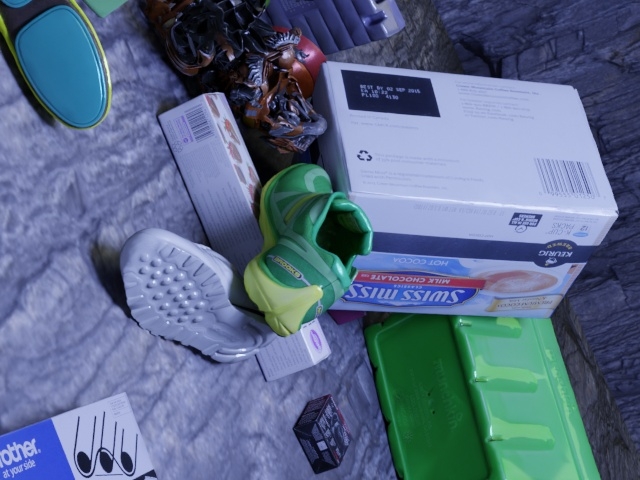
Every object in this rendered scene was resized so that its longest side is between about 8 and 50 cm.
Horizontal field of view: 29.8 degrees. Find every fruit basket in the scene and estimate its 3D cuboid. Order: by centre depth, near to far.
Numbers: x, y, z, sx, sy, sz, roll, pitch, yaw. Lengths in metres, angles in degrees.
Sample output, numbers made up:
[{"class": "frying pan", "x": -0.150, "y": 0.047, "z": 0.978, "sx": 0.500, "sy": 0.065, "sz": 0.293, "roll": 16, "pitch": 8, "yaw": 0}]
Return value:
[{"class": "fruit basket", "x": 0.252, "y": 0.257, "z": 1.710, "sx": 0.392, "sy": 0.283, "sz": 0.392, "roll": 31, "pitch": 42, "yaw": -33}]

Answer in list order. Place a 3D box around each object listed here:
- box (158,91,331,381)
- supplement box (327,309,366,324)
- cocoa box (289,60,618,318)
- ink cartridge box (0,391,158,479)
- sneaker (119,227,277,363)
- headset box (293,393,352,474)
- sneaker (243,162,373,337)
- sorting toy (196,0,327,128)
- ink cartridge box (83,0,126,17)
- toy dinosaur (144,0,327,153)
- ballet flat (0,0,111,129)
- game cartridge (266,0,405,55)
[{"class": "box", "x": -0.084, "y": -0.006, "z": 1.342, "sx": 0.324, "sy": 0.067, "sz": 0.063, "roll": 67, "pitch": 19, "yaw": 0}, {"class": "supplement box", "x": 0.029, "y": 0.062, "z": 1.608, "sx": 0.055, "sy": 0.043, "sz": 0.083, "roll": 53, "pitch": 23, "yaw": -37}, {"class": "cocoa box", "x": 0.153, "y": -0.057, "z": 1.528, "sx": 0.228, "sy": 0.347, "sz": 0.231, "roll": 111, "pitch": -23, "yaw": -47}, {"class": "ink cartridge box", "x": -0.191, "y": 0.178, "z": 0.875, "sx": 0.097, "sy": 0.046, "sz": 0.207, "roll": 68, "pitch": 19, "yaw": 4}, {"class": "sneaker", "x": -0.128, "y": 0.040, "z": 1.165, "sx": 0.235, "sy": 0.090, "sz": 0.095, "roll": 49, "pitch": 15, "yaw": -56}, {"class": "headset box", "x": 0.005, "y": 0.220, "z": 1.382, "sx": 0.062, "sy": 0.032, "sz": 0.083, "roll": 65, "pitch": 18, "yaw": -11}, {"class": "sneaker", "x": 0.000, "y": 0.000, "z": 1.263, "sx": 0.109, "sy": 0.123, "sz": 0.295, "roll": 60, "pitch": 16, "yaw": -23}, {"class": "sorting toy", "x": -0.131, "y": -0.276, "z": 1.513, "sx": 0.365, "sy": 0.127, "sz": 0.126, "roll": 51, "pitch": 55, "yaw": -35}, {"class": "ink cartridge box", "x": -0.259, "y": -0.348, "z": 1.160, "sx": 0.219, "sy": 0.092, "sz": 0.160, "roll": 47, "pitch": 13, "yaw": -48}, {"class": "toy dinosaur", "x": -0.116, "y": -0.233, "z": 1.374, "sx": 0.322, "sy": 0.218, "sz": 0.164, "roll": 27, "pitch": 60, "yaw": -19}, {"class": "ballet flat", "x": -0.260, "y": -0.209, "z": 1.089, "sx": 0.231, "sy": 0.077, "sz": 0.077, "roll": 59, "pitch": -2, "yaw": -18}, {"class": "game cartridge", "x": -0.036, "y": -0.438, "z": 1.731, "sx": 0.068, "sy": 0.230, "sz": 0.355, "roll": -38, "pitch": 110, "yaw": -29}]
